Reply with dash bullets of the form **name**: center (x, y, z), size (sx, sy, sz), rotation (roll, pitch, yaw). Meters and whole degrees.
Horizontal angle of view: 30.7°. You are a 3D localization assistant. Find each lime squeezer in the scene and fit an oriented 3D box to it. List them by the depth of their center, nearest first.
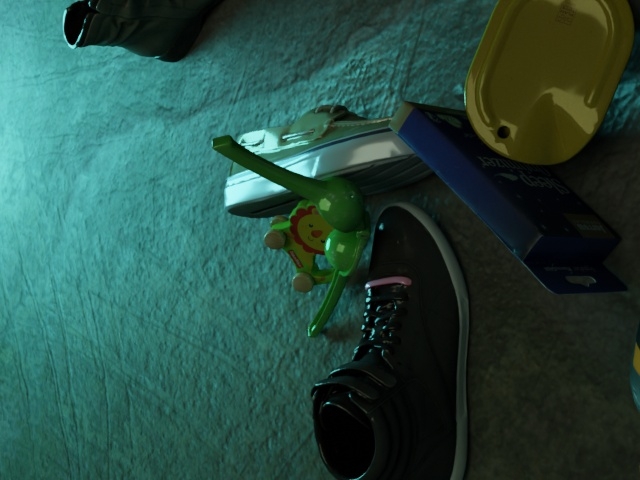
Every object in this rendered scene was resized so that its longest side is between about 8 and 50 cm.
- **lime squeezer**: center (0.000, 0.000, 1.141), size (0.110, 0.310, 0.059), rotation (-25, 49, -1)

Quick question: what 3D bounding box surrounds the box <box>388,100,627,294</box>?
- **box**: center (0.174, -0.040, 1.027), size (0.225, 0.136, 0.036), rotation (51, 120, 30)

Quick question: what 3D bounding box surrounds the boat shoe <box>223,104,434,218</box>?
- **boat shoe**: center (0.002, -0.093, 1.205), size (0.302, 0.109, 0.094), rotation (-12, 76, 43)

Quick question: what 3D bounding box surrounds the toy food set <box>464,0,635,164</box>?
- **toy food set**: center (0.215, -0.170, 1.040), size (0.128, 0.071, 0.218), rotation (25, 94, 18)

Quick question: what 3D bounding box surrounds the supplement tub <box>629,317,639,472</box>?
- **supplement tub**: center (0.337, 0.029, 0.815), size (0.207, 0.207, 0.338), rotation (21, 111, 40)

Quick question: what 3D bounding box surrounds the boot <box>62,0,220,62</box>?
- **boot**: center (-0.186, -0.310, 1.342), size (0.083, 0.161, 0.246), rotation (51, 120, 30)

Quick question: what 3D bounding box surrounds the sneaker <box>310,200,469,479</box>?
- **sneaker**: center (0.062, 0.103, 1.115), size (0.104, 0.147, 0.296), rotation (-11, 80, 43)

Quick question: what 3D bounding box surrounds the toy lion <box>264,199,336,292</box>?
- **toy lion**: center (-0.003, 0.001, 1.224), size (0.096, 0.034, 0.100), rotation (-15, 121, 28)
